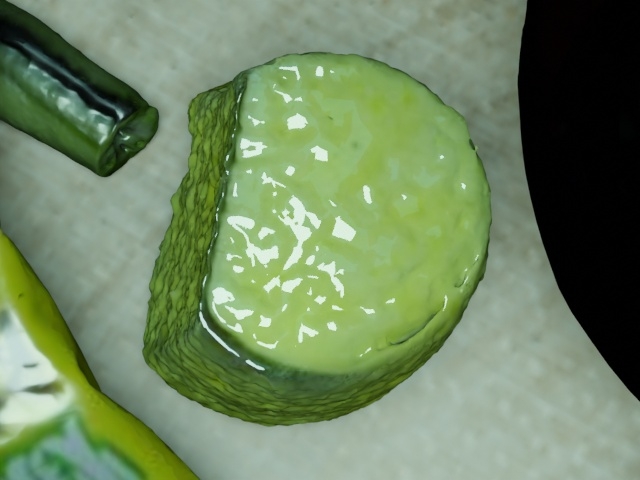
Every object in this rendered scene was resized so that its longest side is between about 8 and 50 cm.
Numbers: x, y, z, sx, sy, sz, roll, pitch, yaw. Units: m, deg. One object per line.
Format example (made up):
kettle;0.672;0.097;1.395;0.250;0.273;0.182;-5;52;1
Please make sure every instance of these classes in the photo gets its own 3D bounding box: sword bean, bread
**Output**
sword bean;-0.171;-0.119;0.640;0.269;0.038;0.043;42;70;5
bread;0.000;0.000;0.588;0.111;0.114;0.129;6;83;-7

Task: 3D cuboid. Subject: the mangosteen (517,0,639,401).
mangosteen;0.198;-0.059;0.529;0.297;0.297;0.313;-12;49;-4

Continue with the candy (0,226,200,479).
candy;-0.155;0.047;0.576;0.187;0.081;0.297;-30;86;-2
